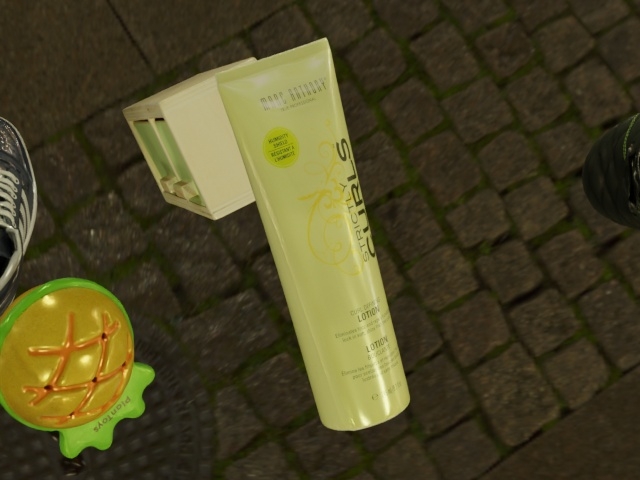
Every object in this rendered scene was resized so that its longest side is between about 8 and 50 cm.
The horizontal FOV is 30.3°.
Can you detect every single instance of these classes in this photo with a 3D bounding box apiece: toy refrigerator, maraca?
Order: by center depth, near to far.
[{"bbox_3d":[-0.205,0.108,0.989,0.127,0.186,0.099,-43,46,-16],"label":"maraca"},{"bbox_3d":[-0.104,-0.087,1.030,0.094,0.269,0.102,-27,102,-12],"label":"toy refrigerator"}]

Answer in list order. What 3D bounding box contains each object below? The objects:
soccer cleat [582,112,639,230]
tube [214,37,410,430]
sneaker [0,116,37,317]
[{"bbox_3d":[0.161,-0.029,0.497,0.072,0.179,0.060,-9,96,-27],"label":"soccer cleat"},{"bbox_3d":[0.000,0.000,0.744,0.062,0.070,0.240,-12,102,10],"label":"tube"},{"bbox_3d":[-0.318,-0.025,1.106,0.099,0.153,0.282,6,61,-13],"label":"sneaker"}]
